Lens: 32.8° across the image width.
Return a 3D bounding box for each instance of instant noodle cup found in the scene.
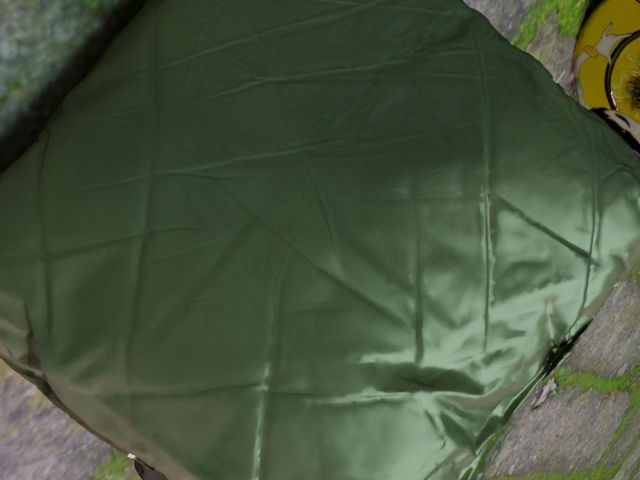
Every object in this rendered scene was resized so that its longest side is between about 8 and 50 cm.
[{"bbox_3d":[0.363,-0.183,0.935,0.236,0.216,0.215,-45,150,-34],"label":"instant noodle cup"}]

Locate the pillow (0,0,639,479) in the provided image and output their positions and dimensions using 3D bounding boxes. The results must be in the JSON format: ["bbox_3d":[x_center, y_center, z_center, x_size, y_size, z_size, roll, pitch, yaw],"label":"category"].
[{"bbox_3d":[-0.002,0.000,0.527,0.280,0.274,0.076,-52,-172,-8],"label":"pillow"}]

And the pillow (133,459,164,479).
[{"bbox_3d":[-0.015,0.165,0.805,0.228,0.101,0.326,-44,151,-28],"label":"pillow"}]
